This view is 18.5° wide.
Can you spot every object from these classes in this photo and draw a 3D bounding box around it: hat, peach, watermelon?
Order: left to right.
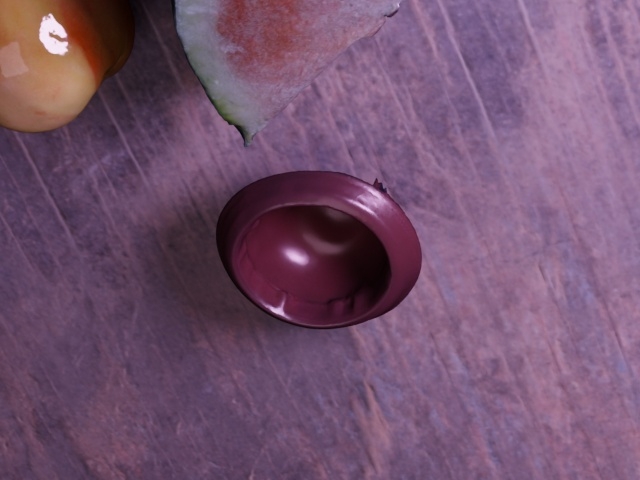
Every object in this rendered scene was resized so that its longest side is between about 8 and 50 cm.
[{"bbox_3d":[-0.261,-0.195,1.774,0.184,0.184,0.184,10,130,12],"label":"peach"},{"bbox_3d":[0.000,0.000,1.895,0.205,0.089,0.205,7,130,8],"label":"hat"},{"bbox_3d":[0.004,-0.256,1.625,0.258,0.228,0.387,1,134,6],"label":"watermelon"}]
